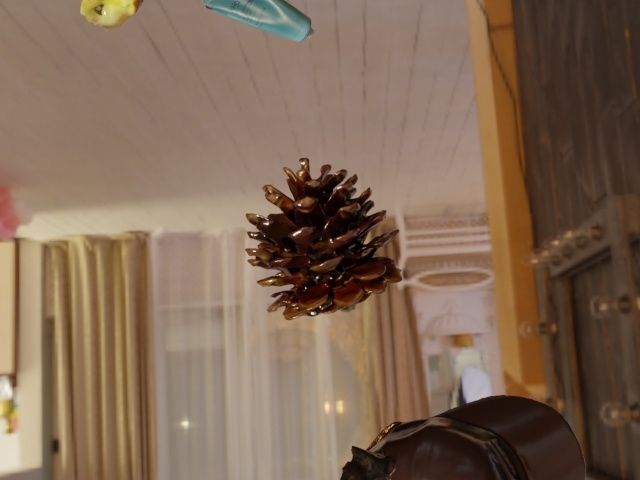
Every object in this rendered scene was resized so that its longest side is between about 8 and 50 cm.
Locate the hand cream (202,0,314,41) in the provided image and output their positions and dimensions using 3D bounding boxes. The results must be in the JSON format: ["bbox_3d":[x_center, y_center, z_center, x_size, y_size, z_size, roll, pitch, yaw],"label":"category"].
[{"bbox_3d":[-0.101,-0.414,1.540,0.224,0.083,0.048,17,-160,-36],"label":"hand cream"}]

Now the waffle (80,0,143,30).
[{"bbox_3d":[-0.168,-0.291,0.621,0.065,0.283,0.309,-8,-155,-5],"label":"waffle"}]

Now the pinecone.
[{"bbox_3d":[-0.007,-0.001,1.368,0.264,0.264,0.264,-3,170,-1],"label":"pinecone"}]

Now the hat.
[{"bbox_3d":[0.166,0.300,0.984,0.336,0.238,0.209,-28,167,-7],"label":"hat"}]
